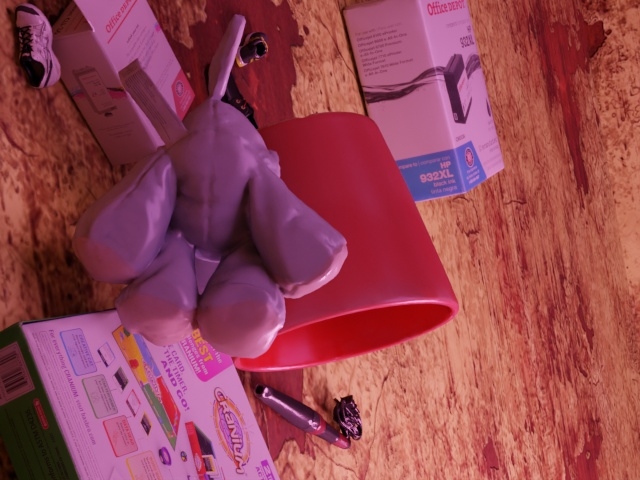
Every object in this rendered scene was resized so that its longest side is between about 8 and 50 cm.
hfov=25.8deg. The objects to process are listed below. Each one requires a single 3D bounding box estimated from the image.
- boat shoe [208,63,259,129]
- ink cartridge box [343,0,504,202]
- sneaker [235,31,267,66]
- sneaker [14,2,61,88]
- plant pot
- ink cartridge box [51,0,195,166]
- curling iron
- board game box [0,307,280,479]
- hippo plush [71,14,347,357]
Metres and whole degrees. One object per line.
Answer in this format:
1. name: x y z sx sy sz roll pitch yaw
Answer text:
1. boat shoe: -0.099 -0.154 1.681 0.049 0.042 0.133 -37 113 -59
2. ink cartridge box: 0.164 -0.229 2.141 0.223 0.129 0.307 -29 107 -63
3. sneaker: -0.079 -0.241 1.757 0.031 0.035 0.083 69 28 -23
4. sneaker: -0.275 -0.186 1.341 0.037 0.032 0.083 -48 123 -59
5. plant pot: 0.000 0.000 1.608 0.275 0.275 0.243 16 57 -62
6. ink cartridge box: -0.213 -0.191 1.431 0.198 0.067 0.115 64 29 -32
7. curling iron: -0.016 0.210 1.721 0.274 0.035 0.068 29 51 -59
8. board game box: -0.167 0.182 1.322 0.316 0.064 0.242 -5 71 -64
9. hippo plush: -0.126 -0.021 1.380 0.294 0.234 0.236 64 -8 1
